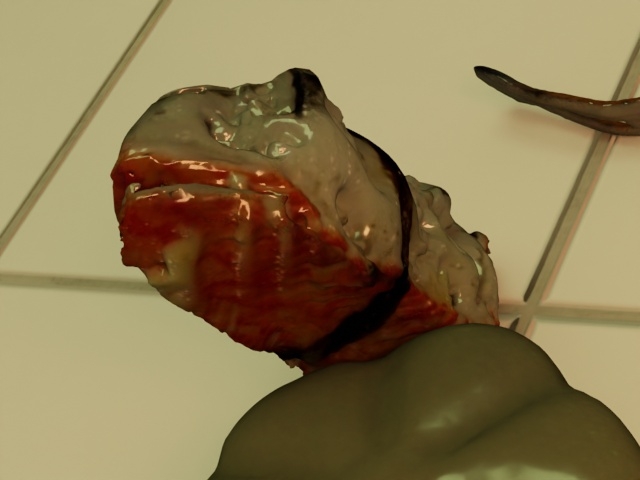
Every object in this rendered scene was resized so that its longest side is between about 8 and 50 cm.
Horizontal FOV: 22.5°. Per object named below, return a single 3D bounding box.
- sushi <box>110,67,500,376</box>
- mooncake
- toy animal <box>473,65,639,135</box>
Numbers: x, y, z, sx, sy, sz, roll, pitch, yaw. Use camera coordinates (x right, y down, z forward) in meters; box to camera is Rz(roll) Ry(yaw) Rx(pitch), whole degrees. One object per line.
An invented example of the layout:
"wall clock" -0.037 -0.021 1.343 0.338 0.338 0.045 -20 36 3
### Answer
"sushi" 0.000 0.000 0.900 0.124 0.332 0.130 -22 59 20
"mooncake" 0.048 0.163 0.821 0.275 0.135 0.275 -17 39 14
"toy animal" 0.274 -0.130 0.984 0.284 0.225 0.302 -49 49 10
